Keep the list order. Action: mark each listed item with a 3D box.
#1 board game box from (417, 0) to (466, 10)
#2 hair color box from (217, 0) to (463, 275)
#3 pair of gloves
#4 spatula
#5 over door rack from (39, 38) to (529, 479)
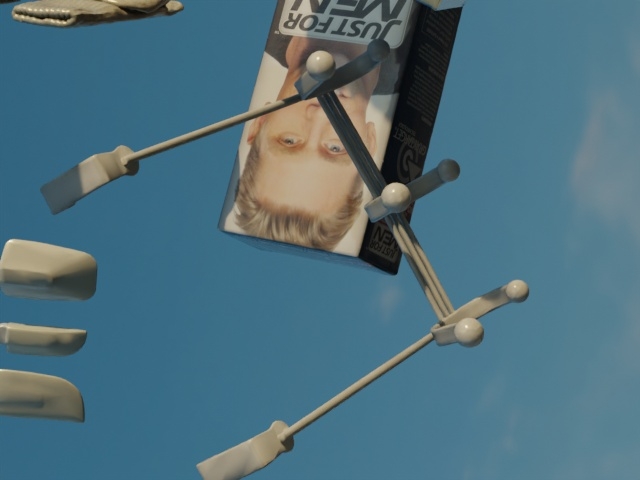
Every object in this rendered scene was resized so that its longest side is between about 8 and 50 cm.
[{"bbox_3d":[-0.020,-0.278,1.269,0.224,0.303,0.097,-39,-27,-77],"label":"board game box"},{"bbox_3d":[0.028,-0.151,1.770,0.105,0.174,0.347,25,-103,-62],"label":"hair color box"},{"bbox_3d":[-0.272,-0.251,1.677,0.204,0.240,0.042,-17,-63,-55],"label":"pair of gloves"},{"bbox_3d":[-0.320,0.072,1.458,0.019,0.242,0.168,-88,5,-65],"label":"spatula"},{"bbox_3d":[0.000,0.000,1.194,0.324,0.108,0.239,-28,-92,-43],"label":"over door rack"}]
